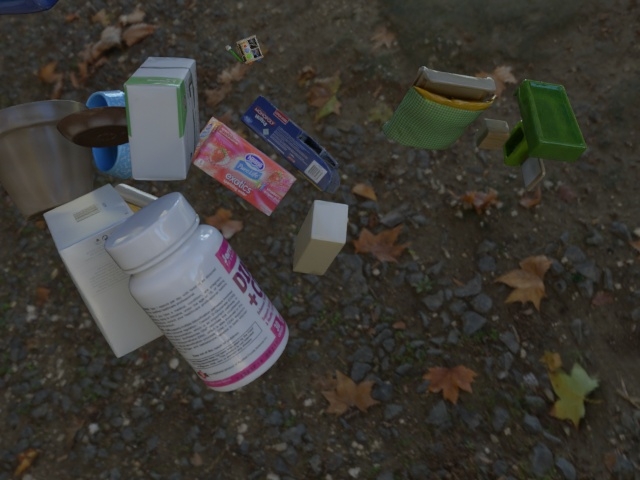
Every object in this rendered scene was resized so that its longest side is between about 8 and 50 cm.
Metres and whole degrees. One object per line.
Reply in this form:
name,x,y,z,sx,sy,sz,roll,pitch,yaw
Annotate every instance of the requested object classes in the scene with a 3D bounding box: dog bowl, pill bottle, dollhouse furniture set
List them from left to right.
dog bowl,-0.667,-0.340,2.071,0.166,0.074,0.297,-23,78,35
pill bottle,-0.185,0.078,0.988,0.160,0.283,0.160,-27,24,13
dollhouse furniture set,0.291,-0.188,1.212,0.302,0.197,0.151,5,60,-15

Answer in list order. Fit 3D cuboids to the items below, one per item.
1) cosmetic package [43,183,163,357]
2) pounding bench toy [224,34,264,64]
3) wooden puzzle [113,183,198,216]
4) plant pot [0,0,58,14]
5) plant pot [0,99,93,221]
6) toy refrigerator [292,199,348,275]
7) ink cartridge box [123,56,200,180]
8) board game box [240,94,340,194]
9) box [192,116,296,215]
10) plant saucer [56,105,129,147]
cosmetic package,-0.370,0.048,1.164,0.138,0.224,0.224,-29,29,-17
pounding bench toy,-0.194,-0.475,1.653,0.083,0.065,0.052,-23,20,-5
wooden puzzle,-0.414,0.005,1.437,0.221,0.044,0.238,22,75,16
plant pot,-0.292,-0.344,0.529,0.236,0.236,0.212,18,68,41
plant pot,-0.790,-0.213,1.871,0.323,0.323,0.280,-18,87,19
toy refrigerator,0.000,0.000,1.659,0.094,0.269,0.102,9,69,-8
ink cartridge box,-0.267,-0.217,1.125,0.093,0.160,0.219,0,27,-3
board game box,-0.036,-0.170,1.207,0.194,0.194,0.060,42,98,5
box,-0.245,-0.229,2.016,0.154,0.300,0.142,-53,29,2
plant saucer,-0.471,-0.242,1.429,0.199,0.199,0.036,-13,83,22
